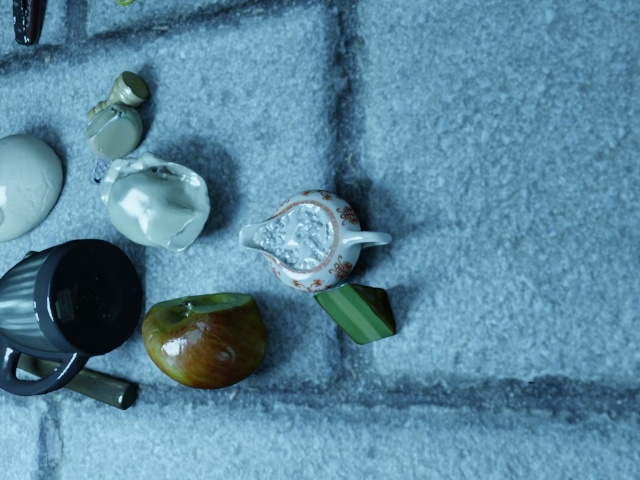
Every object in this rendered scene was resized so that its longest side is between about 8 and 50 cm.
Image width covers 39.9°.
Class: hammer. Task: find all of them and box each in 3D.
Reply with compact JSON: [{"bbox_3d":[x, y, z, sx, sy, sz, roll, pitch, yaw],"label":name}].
[{"bbox_3d":[-0.523,0.243,1.672,0.439,0.044,0.168,12,91,30],"label":"hammer"}]

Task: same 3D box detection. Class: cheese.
[{"bbox_3d":[-0.395,-0.177,1.630,0.171,0.092,0.048,-46,37,18],"label":"cheese"}]

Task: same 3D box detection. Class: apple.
[{"bbox_3d":[-0.184,0.157,1.413,0.195,0.173,0.160,-3,79,33],"label":"apple"}]

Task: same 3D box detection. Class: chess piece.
[{"bbox_3d":[-0.383,-0.255,1.653,0.122,0.066,0.066,-38,66,25],"label":"chess piece"}]

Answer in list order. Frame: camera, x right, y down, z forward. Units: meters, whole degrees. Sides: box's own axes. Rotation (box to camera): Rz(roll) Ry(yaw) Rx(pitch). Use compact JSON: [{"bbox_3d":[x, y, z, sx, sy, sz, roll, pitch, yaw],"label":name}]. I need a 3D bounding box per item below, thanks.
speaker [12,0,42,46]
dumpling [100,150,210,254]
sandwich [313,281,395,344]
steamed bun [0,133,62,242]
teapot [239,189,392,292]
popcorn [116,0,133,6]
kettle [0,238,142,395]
[{"bbox_3d":[-0.657,-0.560,1.792,0.329,0.198,0.259,14,77,22],"label":"speaker"},{"bbox_3d":[-0.289,-0.070,1.530,0.250,0.132,0.162,26,100,30],"label":"dumpling"},{"bbox_3d":[0.052,0.111,1.316,0.074,0.116,0.074,-21,72,27],"label":"sandwich"},{"bbox_3d":[-0.617,-0.103,1.724,0.228,0.130,0.177,-49,64,13],"label":"steamed bun"},{"bbox_3d":[0.000,0.000,1.368,0.245,0.116,0.159,-9,66,31],"label":"teapot"},{"bbox_3d":[-0.386,-0.502,1.673,0.097,0.109,0.089,-47,19,-18],"label":"popcorn"},{"bbox_3d":[-0.481,0.129,1.589,0.271,0.207,0.251,-6,103,36],"label":"kettle"}]
